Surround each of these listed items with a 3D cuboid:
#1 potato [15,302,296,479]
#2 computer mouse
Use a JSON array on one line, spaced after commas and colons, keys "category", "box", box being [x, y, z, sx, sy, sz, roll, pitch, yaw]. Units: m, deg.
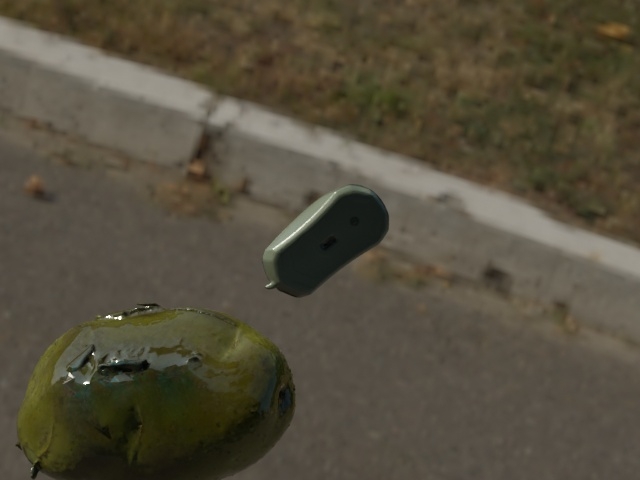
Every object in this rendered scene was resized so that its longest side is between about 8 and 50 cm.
[{"category": "potato", "box": [-0.144, 0.137, 1.596, 0.248, 0.169, 0.143, -5, -14, 17]}, {"category": "computer mouse", "box": [0.000, 0.000, 1.399, 0.056, 0.110, 0.032, 51, 0, -21]}]
